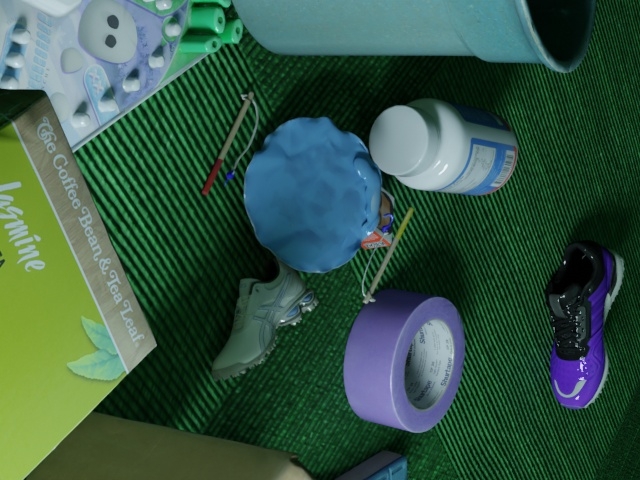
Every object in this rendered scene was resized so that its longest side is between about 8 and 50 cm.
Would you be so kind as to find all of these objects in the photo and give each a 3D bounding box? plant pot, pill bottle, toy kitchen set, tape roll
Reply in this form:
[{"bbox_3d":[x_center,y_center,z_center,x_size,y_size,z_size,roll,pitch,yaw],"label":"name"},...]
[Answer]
[{"bbox_3d":[0.091,-0.335,1.294,0.341,0.334,0.341,6,83,-64],"label":"plant pot"},{"bbox_3d":[0.163,-0.126,1.644,0.221,0.124,0.124,4,94,-53],"label":"pill bottle"},{"bbox_3d":[0.121,0.417,1.658,0.122,0.166,0.207,-21,113,-50],"label":"toy kitchen set"},{"bbox_3d":[0.117,0.164,1.677,0.189,0.080,0.189,-14,108,-50],"label":"tape roll"}]

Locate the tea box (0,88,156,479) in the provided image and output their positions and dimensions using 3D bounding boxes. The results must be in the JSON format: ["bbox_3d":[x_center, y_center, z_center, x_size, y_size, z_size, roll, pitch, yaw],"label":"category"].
[{"bbox_3d":[-0.354,0.062,0.815,0.323,0.329,0.220,-47,131,-39],"label":"tea box"}]

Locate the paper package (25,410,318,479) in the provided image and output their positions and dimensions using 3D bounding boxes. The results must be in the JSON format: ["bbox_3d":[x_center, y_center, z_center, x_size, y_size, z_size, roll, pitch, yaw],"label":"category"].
[{"bbox_3d":[-0.177,0.340,1.122,0.325,0.309,0.168,-57,134,-32],"label":"paper package"}]

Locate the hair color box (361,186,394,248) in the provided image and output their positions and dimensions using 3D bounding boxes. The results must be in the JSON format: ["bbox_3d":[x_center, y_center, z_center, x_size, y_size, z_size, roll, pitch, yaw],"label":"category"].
[{"bbox_3d":[0.042,-0.049,1.550,0.141,0.043,0.072,36,52,-51],"label":"hair color box"}]

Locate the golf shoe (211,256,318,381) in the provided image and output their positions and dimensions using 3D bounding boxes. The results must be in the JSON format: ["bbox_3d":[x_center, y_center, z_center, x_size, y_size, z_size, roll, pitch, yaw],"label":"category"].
[{"bbox_3d":[-0.082,0.090,1.424,0.086,0.069,0.176,57,47,-16],"label":"golf shoe"}]

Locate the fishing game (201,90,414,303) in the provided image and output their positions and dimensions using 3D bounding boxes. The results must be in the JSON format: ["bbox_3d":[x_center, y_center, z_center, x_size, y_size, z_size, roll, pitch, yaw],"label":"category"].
[{"bbox_3d":[-0.011,-0.056,1.441,0.264,0.041,0.189,30,72,-24],"label":"fishing game"}]

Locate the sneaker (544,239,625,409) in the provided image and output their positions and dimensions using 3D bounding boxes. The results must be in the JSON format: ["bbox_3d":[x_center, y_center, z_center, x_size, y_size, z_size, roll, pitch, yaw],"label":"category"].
[{"bbox_3d":[0.427,0.135,2.080,0.146,0.102,0.293,26,71,-48],"label":"sneaker"}]

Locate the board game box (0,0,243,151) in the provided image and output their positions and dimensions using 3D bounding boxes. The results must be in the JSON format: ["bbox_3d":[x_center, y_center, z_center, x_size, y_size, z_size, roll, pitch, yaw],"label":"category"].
[{"bbox_3d":[-0.246,-0.279,1.127,0.390,0.050,0.390,-44,129,-39],"label":"board game box"}]
